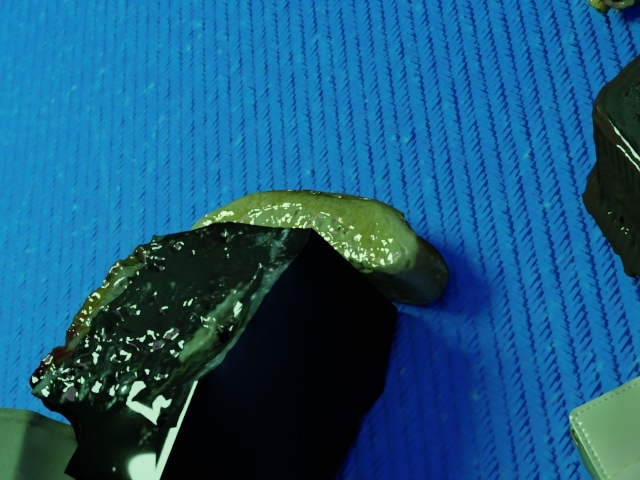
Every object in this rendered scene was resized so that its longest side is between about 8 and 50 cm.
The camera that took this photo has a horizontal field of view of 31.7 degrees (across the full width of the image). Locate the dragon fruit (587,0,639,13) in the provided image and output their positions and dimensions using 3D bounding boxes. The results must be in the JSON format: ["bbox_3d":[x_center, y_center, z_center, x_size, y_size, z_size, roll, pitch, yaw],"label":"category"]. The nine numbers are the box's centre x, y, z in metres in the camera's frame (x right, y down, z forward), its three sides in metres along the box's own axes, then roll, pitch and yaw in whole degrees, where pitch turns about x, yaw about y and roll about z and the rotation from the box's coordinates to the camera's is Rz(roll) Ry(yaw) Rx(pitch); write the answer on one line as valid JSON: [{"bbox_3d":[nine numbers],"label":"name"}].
[{"bbox_3d":[0.257,-0.237,0.964,0.086,0.081,0.116,-12,43,48],"label":"dragon fruit"}]

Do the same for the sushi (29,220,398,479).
[{"bbox_3d":[-0.095,0.102,0.885,0.212,0.215,0.227,8,68,33],"label":"sushi"}]

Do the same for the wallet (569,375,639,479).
[{"bbox_3d":[0.246,0.166,0.768,0.110,0.039,0.155,-28,53,7],"label":"wallet"}]

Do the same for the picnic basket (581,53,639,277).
[{"bbox_3d":[0.311,-0.041,0.793,0.222,0.129,0.297,-37,51,8],"label":"picnic basket"}]

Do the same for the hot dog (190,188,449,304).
[{"bbox_3d":[0.000,0.000,0.976,0.242,0.084,0.073,7,63,33],"label":"hot dog"}]

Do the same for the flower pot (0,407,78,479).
[{"bbox_3d":[-0.265,0.279,0.866,0.290,0.290,0.259,-16,45,21],"label":"flower pot"}]
